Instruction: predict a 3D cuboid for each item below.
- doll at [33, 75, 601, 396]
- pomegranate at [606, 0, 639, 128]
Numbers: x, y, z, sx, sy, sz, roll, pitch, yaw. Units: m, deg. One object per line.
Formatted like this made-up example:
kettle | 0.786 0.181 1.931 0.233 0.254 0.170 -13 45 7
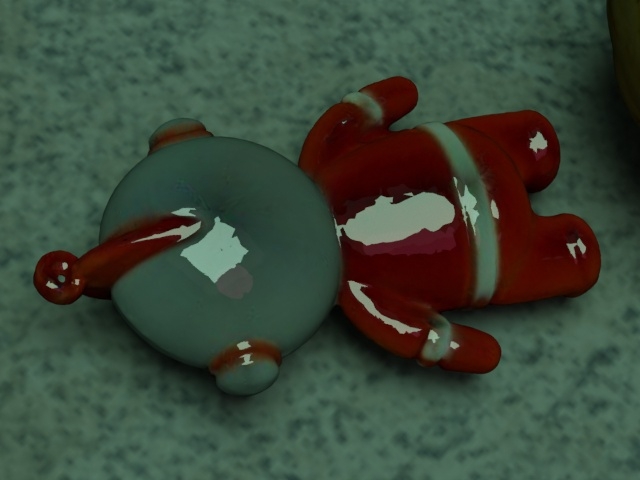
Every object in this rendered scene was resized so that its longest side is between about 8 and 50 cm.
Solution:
doll | 0.000 0.000 0.649 0.245 0.076 0.142 -11 67 -20
pomegranate | 0.240 -0.095 0.661 0.215 0.215 0.215 4 64 -9
